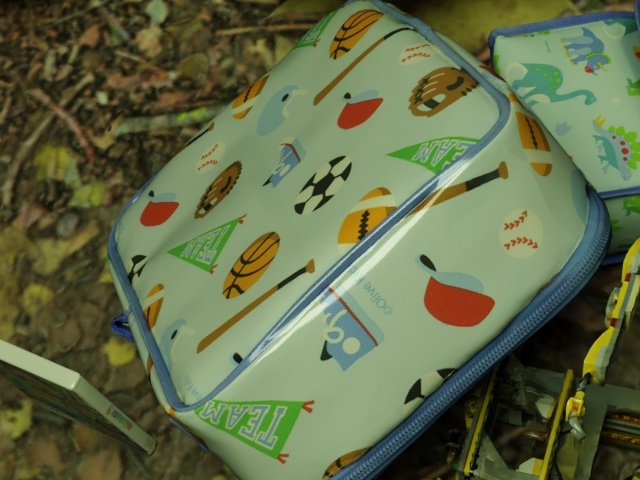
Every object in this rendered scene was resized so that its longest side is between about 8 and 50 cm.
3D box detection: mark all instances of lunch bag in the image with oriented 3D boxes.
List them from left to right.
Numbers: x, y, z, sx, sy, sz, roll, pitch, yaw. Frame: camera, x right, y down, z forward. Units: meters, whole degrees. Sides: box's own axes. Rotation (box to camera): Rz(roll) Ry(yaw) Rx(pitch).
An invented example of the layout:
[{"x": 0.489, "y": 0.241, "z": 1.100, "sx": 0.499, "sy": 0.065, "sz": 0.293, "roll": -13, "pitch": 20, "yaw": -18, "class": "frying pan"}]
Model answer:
[{"x": 0.000, "y": 0.000, "z": 0.811, "sx": 0.243, "sy": 0.115, "sz": 0.303, "roll": -45, "pitch": 23, "yaw": 3, "class": "lunch bag"}, {"x": 0.179, "y": -0.063, "z": 0.878, "sx": 0.151, "sy": 0.096, "sz": 0.128, "roll": -8, "pitch": 61, "yaw": -4, "class": "lunch bag"}]

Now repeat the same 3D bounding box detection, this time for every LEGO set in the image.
[{"x": 0.110, "y": 0.144, "z": 0.712, "sx": 0.192, "sy": 0.255, "sz": 0.331, "roll": 10, "pitch": 67, "yaw": 17, "class": "LEGO set"}]

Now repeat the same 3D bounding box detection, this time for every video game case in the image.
[{"x": -0.150, "y": 0.085, "z": 0.881, "sx": 0.087, "sy": 0.122, "sz": 0.011, "roll": 20, "pitch": 73, "yaw": 23, "class": "video game case"}]

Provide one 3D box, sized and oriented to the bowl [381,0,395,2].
[{"x": 0.093, "y": -0.244, "z": 0.916, "sx": 0.156, "sy": 0.289, "sz": 0.289, "roll": 34, "pitch": 76, "yaw": -7, "class": "bowl"}]
